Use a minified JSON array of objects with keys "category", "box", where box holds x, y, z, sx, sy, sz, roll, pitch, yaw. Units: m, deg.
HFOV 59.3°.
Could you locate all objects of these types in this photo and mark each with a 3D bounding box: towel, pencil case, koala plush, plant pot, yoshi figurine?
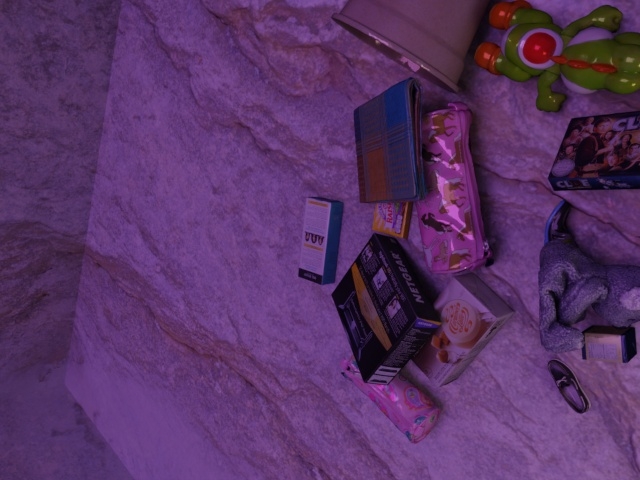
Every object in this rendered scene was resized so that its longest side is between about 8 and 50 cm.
[{"category":"towel","box":[0.162,-0.227,1.383,0.370,0.040,0.272,-173,79,-75]},{"category":"pencil case","box":[0.299,-0.117,1.309,0.167,0.160,0.387,-10,87,16]},{"category":"koala plush","box":[0.539,0.098,1.072,0.221,0.196,0.204,-2,102,27]},{"category":"plant pot","box":[0.242,-0.543,1.236,0.334,0.333,0.306,41,109,31]},{"category":"pencil case","box":[0.182,0.402,1.495,0.284,0.124,0.124,39,119,31]},{"category":"yoshi figurine","box":[0.504,-0.369,1.125,0.203,0.204,0.362,-41,43,-6]}]

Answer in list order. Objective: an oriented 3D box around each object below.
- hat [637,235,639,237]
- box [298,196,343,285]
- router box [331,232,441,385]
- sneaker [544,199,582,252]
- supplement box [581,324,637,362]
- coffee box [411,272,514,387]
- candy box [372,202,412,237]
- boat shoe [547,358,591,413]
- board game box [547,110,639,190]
[{"category":"hat","box":[0.660,-0.113,0.964,0.172,0.183,0.209,2,96,42]},{"category":"box","box":[0.000,0.000,1.654,0.100,0.060,0.245,16,105,40]},{"category":"router box","box":[0.155,0.171,1.444,0.243,0.081,0.309,-57,34,30]},{"category":"sneaker","box":[0.517,0.007,1.195,0.078,0.067,0.188,4,100,30]},{"category":"supplement box","box":[0.582,0.208,1.136,0.083,0.083,0.056,-4,92,41]},{"category":"coffee box","box":[0.325,0.217,1.358,0.141,0.098,0.247,48,123,28]},{"category":"candy box","box":[0.197,-0.117,1.488,0.105,0.027,0.206,18,106,43]},{"category":"boat shoe","box":[0.534,0.316,1.221,0.046,0.038,0.125,-42,67,37]},{"category":"board game box","box":[0.574,-0.170,1.055,0.243,0.042,0.165,3,56,47]}]
